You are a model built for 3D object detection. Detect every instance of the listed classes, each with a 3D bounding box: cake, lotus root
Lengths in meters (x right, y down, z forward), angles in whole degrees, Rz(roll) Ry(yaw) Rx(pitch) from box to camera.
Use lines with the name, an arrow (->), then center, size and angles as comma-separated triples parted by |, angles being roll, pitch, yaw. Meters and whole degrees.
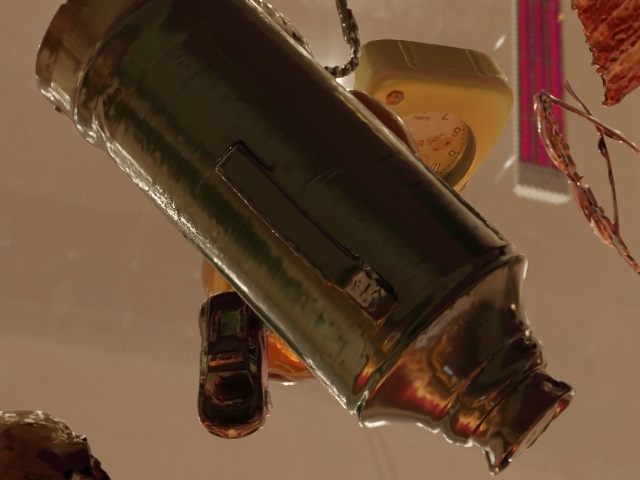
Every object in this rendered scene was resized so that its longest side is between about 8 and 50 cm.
cake -> 0.292, -0.277, 1.183 | 0.262, 0.158, 0.159 | -41, -140, -14
lotus root -> -0.228, 0.193, 0.779 | 0.214, 0.138, 0.138 | -29, -105, -3

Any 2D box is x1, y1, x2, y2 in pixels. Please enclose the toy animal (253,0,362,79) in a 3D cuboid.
toy animal -> -0.024, -0.110, 0.719 | 0.253, 0.070, 0.079 | -17, -74, -56

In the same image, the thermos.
thermos -> -0.001, -0.011, 0.374 | 0.073, 0.083, 0.187 | -36, -111, -27

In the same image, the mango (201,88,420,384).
mango -> 0.000, 0.000, 1.412 | 0.253, 0.365, 0.182 | 27, -157, 16

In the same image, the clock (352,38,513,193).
clock -> 0.115, -0.136, 1.753 | 0.235, 0.308, 0.096 | 3, -136, -26

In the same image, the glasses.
glasses -> 0.313, -0.075, 1.367 | 0.255, 0.095, 0.162 | 56, -161, -15

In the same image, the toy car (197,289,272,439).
toy car -> -0.082, 0.113, 1.158 | 0.069, 0.055, 0.142 | -5, -116, 7
